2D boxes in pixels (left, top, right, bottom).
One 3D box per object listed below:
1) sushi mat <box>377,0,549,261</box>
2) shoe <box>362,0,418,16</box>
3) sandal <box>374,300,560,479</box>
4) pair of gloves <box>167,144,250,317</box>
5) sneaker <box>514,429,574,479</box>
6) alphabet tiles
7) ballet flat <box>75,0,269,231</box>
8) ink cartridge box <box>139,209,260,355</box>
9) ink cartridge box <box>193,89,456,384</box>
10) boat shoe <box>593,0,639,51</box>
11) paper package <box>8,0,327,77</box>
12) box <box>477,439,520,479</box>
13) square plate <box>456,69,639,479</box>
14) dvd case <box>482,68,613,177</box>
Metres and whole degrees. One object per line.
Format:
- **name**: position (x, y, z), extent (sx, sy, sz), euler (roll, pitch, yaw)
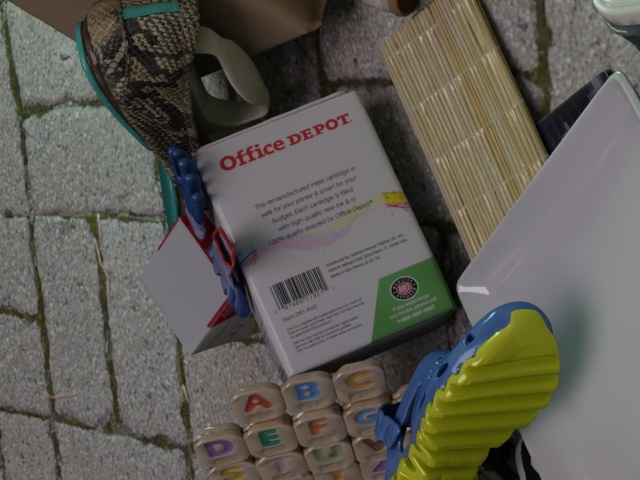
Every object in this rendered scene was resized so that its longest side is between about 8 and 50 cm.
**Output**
- **sushi mat**: position (0.165, -0.117, 1.569), extent (0.151, 0.019, 0.316), euler (-38, 68, 45)
- **shoe**: position (0.077, -0.355, 1.581), extent (0.058, 0.076, 0.219), euler (19, 115, 36)
- **sandal**: position (0.132, 0.163, 1.477), extent (0.317, 0.126, 0.138), euler (-60, 33, 40)
- **pair of gloves**: position (-0.123, -0.013, 1.612), extent (0.159, 0.023, 0.198), euler (92, 154, -67)
- **sneaker**: position (0.258, 0.257, 1.481), extent (0.121, 0.079, 0.217), euler (115, 154, -43)
- **alphabet tiles**: position (0.005, 0.226, 1.650), extent (0.278, 0.284, 0.021), euler (76, -177, -54)
- **ballet flat**: position (-0.144, -0.135, 1.738), extent (0.483, 0.182, 0.164), euler (73, -177, -63)
- **ink cartridge box**: position (-0.102, 0.038, 1.787), extent (0.127, 0.176, 0.128), euler (53, 133, 20)
- **ink cartridge box**: position (0.000, 0.000, 1.641), extent (0.117, 0.201, 0.278), euler (104, 143, -75)
- **boat shoe**: position (0.405, -0.218, 1.288), extent (0.319, 0.099, 0.116), euler (-1, 57, 36)
- **paper package**: position (-0.201, -0.340, 1.677), extent (0.309, 0.325, 0.168), euler (-16, 53, 47)
- **box**: position (0.238, 0.321, 1.562), extent (0.244, 0.100, 0.060), euler (45, 126, 28)
- **square plate**: position (0.279, 0.079, 1.375), extent (0.347, 0.049, 0.344), euler (-59, 44, 45)
- **dvd case**: position (0.261, -0.049, 1.508), extent (0.221, 0.018, 0.164), euler (-40, 70, 43)
